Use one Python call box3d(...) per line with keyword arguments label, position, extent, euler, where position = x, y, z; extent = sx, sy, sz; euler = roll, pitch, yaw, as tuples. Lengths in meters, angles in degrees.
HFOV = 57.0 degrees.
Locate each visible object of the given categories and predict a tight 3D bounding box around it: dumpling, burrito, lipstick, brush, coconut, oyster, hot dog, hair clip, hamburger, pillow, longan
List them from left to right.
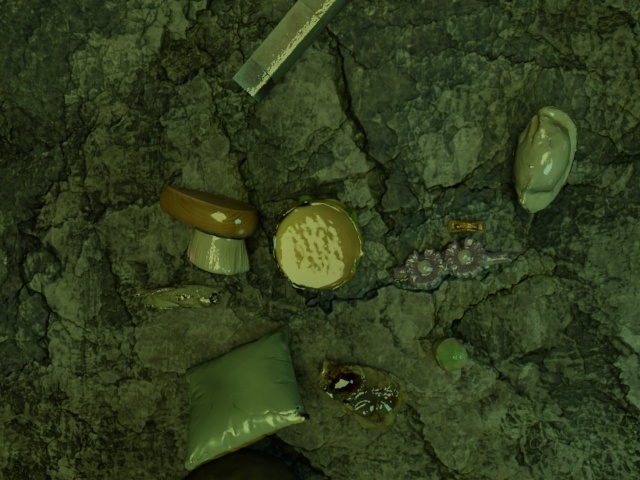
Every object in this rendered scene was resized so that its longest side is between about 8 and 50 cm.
box3d(label="burrito", position=(-0.358, 0.145, 1.520), extent=(0.229, 0.058, 0.063), euler=(-4, 86, 4))
box3d(label="brush", position=(-0.288, -0.030, 1.460), extent=(0.266, 0.174, 0.166), euler=(19, 103, 14))
box3d(label="longan", position=(-0.187, 0.680, 1.344), extent=(0.391, 0.391, 0.391), euler=(0, 91, 7))
box3d(label="pillow", position=(-0.188, 0.364, 1.406), extent=(0.312, 0.310, 0.119), euler=(-27, 123, 7))
box3d(label="lipstick", position=(-0.064, -0.511, 1.464), extent=(0.076, 0.080, 0.371), euler=(43, 95, 5))
box3d(label="hamburger", position=(0.000, 0.000, 1.431), extent=(0.237, 0.149, 0.237), euler=(1, 100, 7))
box3d(label="oyster", position=(0.095, 0.373, 1.453), extent=(0.232, 0.107, 0.162), euler=(32, 86, 3))
box3d(label="hair clip", position=(0.311, 0.055, 1.438), extent=(0.292, 0.084, 0.106), euler=(-12, 72, 11))
box3d(label="coconut", position=(0.316, 0.277, 1.434), extent=(0.082, 0.081, 0.083), euler=(27, 85, -7))
box3d(label="hot dog", position=(0.358, -0.033, 1.445), extent=(0.090, 0.034, 0.030), euler=(1, 92, 6))
box3d(label="dumpling", position=(0.531, -0.185, 1.382), extent=(0.172, 0.142, 0.247), euler=(4, 107, -24))
